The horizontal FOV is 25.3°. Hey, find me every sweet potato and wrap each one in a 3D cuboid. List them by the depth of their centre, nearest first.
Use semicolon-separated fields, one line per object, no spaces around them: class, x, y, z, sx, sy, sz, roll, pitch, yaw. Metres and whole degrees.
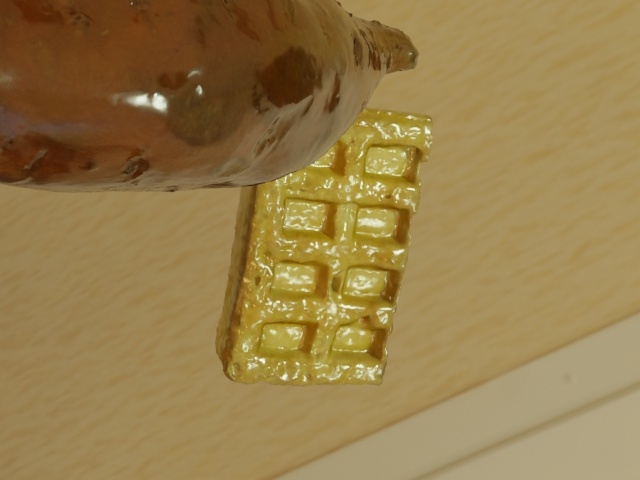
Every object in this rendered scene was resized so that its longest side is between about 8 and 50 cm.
sweet potato;-0.070;-0.070;0.533;0.359;0.112;0.112;-7;71;-49

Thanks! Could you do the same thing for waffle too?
waffle;0.000;0.000;1.316;0.168;0.274;0.057;4;14;-26
